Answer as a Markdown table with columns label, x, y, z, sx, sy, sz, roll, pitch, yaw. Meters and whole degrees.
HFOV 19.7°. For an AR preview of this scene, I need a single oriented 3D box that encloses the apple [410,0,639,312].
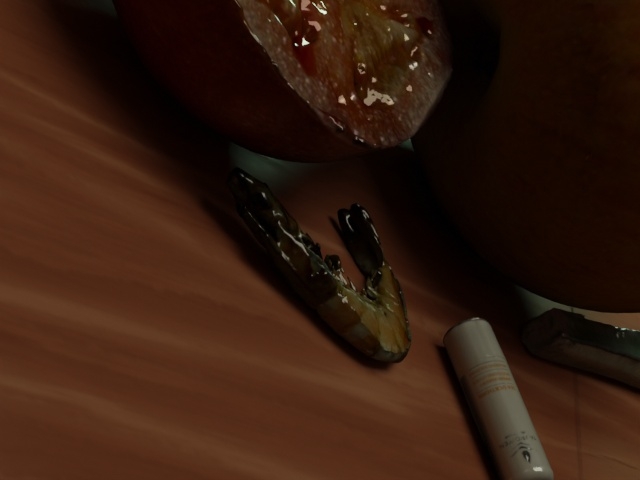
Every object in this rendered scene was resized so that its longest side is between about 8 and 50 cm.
| label | x | y | z | sx | sy | sz | roll | pitch | yaw |
| --- | --- | --- | --- | --- | --- | --- | --- | --- | --- |
| apple | 0.237 | -0.137 | 1.507 | 0.333 | 0.400 | 0.400 | -2 | 43 | -8 |

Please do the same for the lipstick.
| label | x | y | z | sx | sy | sz | roll | pitch | yaw |
| --- | --- | --- | --- | --- | --- | --- | --- | --- | --- |
| lipstick | 0.131 | 0.124 | 1.354 | 0.040 | 0.040 | 0.141 | 22 | 38 | -45 |

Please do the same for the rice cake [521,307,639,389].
| label | x | y | z | sx | sy | sz | roll | pitch | yaw |
| --- | --- | --- | --- | --- | --- | --- | --- | --- | --- |
| rice cake | 0.244 | 0.096 | 1.572 | 0.206 | 0.047 | 0.036 | 17 | 56 | -46 |

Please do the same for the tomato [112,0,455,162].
| label | x | y | z | sx | sy | sz | roll | pitch | yaw |
| --- | --- | --- | --- | --- | --- | --- | --- | --- | --- |
| tomato | -0.052 | -0.190 | 1.343 | 0.338 | 0.143 | 0.338 | 40 | 35 | -35 |

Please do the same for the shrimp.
| label | x | y | z | sx | sy | sz | roll | pitch | yaw |
| --- | --- | --- | --- | --- | --- | --- | --- | --- | --- |
| shrimp | 0.003 | -0.002 | 1.316 | 0.195 | 0.035 | 0.148 | 48 | 27 | -21 |
